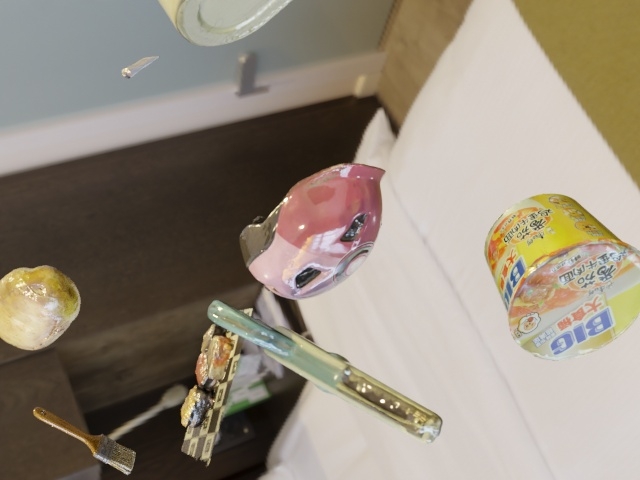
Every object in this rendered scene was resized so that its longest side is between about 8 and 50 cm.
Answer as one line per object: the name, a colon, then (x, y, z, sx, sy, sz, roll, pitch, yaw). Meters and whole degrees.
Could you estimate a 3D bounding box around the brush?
brush: (-0.347, 0.290, 1.335, 0.014, 0.170, 0.043, -48, 19, 25)

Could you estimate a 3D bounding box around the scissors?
scissors: (0.005, 0.132, 0.926, 0.289, 0.041, 0.138, 23, 171, 38)

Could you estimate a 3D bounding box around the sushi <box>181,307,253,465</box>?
sushi: (-0.148, 0.181, 1.159, 0.139, 0.031, 0.201, -18, 55, 65)

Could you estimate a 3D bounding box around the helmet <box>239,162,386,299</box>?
helmet: (0.000, 0.000, 1.387, 0.253, 0.198, 0.154, -23, 76, 27)

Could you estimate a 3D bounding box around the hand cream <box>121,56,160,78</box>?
hand cream: (-0.317, -0.307, 1.587, 0.030, 0.093, 0.019, -2, 120, 26)

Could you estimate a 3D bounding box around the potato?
potato: (-0.376, 0.086, 1.190, 0.107, 0.080, 0.170, 38, 134, -6)

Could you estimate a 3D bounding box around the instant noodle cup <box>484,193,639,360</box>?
instant noodle cup: (0.327, 0.038, 1.241, 0.153, 0.204, 0.205, -108, 16, -51)

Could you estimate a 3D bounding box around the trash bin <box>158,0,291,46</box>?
trash bin: (-0.071, -0.313, 0.702, 0.247, 0.243, 0.121, 58, -165, 19)
